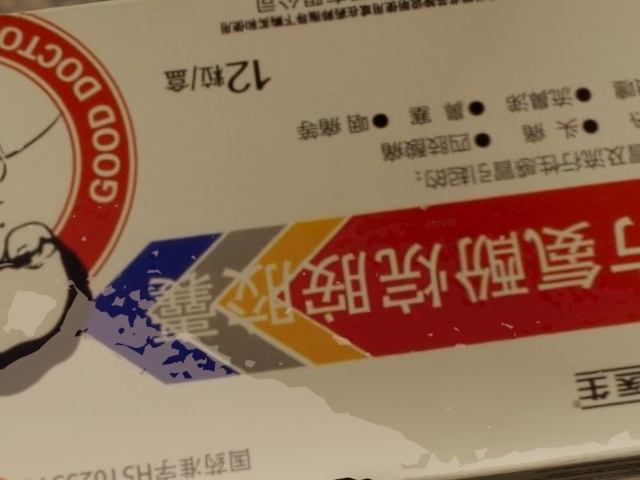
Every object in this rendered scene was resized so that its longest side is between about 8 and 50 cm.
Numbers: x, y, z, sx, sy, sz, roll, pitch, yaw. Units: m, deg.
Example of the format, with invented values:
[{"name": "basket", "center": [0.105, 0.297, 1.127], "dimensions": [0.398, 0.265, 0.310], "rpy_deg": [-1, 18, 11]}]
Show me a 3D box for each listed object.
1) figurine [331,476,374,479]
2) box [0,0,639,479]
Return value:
[{"name": "figurine", "center": [-0.094, 0.198, 0.517], "dimensions": [0.315, 0.168, 0.187], "rpy_deg": [-26, 33, -18]}, {"name": "box", "center": [0.000, 0.000, 0.616], "dimensions": [0.353, 0.069, 0.214], "rpy_deg": [-8, 71, -1]}]
